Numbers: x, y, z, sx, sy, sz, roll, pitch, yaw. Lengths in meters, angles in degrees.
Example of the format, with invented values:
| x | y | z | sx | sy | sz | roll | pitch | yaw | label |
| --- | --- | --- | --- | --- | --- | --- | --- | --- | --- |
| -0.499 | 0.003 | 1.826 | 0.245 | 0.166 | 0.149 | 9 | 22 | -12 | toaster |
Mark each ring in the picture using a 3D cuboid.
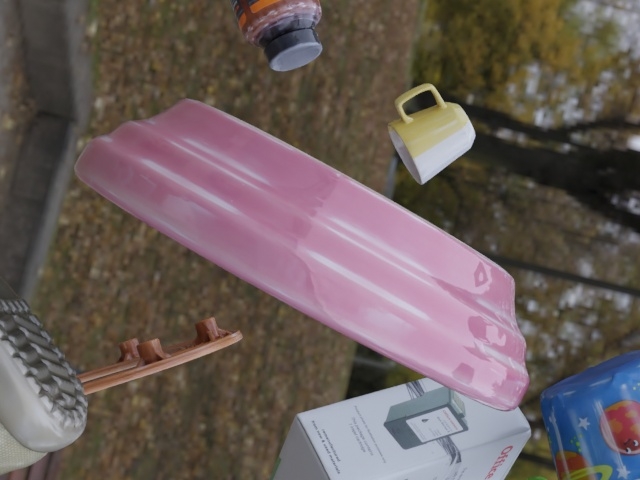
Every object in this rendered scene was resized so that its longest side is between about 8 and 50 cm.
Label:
| x | y | z | sx | sy | sz | roll | pitch | yaw | label |
| --- | --- | --- | --- | --- | --- | --- | --- | --- | --- |
| -0.239 | 0.130 | 1.294 | 0.336 | 0.336 | 0.032 | 151 | -79 | -86 | ring |

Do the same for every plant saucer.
| x | y | z | sx | sy | sz | roll | pitch | yaw | label |
| --- | --- | --- | --- | --- | --- | --- | --- | --- | --- |
| 0.000 | 0.000 | 0.899 | 0.084 | 0.332 | 0.332 | -62 | -177 | -1 | plant saucer |

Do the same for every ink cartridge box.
| x | y | z | sx | sy | sz | roll | pitch | yaw | label |
| --- | --- | --- | --- | --- | --- | --- | --- | --- | --- |
| 0.095 | 0.287 | 1.723 | 0.122 | 0.289 | 0.211 | 60 | -32 | 31 | ink cartridge box |

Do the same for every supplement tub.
| x | y | z | sx | sy | sz | roll | pitch | yaw | label |
| --- | --- | --- | --- | --- | --- | --- | --- | --- | --- |
| -0.063 | -0.310 | 1.661 | 0.106 | 0.106 | 0.198 | 113 | -41 | -72 | supplement tub |

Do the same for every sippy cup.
| x | y | z | sx | sy | sz | roll | pitch | yaw | label |
| --- | --- | --- | --- | --- | --- | --- | --- | --- | --- |
| 0.373 | 0.254 | 1.589 | 0.224 | 0.240 | 0.305 | 69 | 20 | 3 | sippy cup |

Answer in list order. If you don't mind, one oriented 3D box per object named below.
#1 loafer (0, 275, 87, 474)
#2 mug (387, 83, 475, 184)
| x | y | z | sx | sy | sz | roll | pitch | yaw | label |
| --- | --- | --- | --- | --- | --- | --- | --- | --- | --- |
| -0.218 | 0.008 | 0.640 | 0.092 | 0.268 | 0.102 | -39 | 160 | 0 | loafer |
| 0.101 | -0.095 | 1.193 | 0.062 | 0.064 | 0.078 | 60 | -3 | 26 | mug |
